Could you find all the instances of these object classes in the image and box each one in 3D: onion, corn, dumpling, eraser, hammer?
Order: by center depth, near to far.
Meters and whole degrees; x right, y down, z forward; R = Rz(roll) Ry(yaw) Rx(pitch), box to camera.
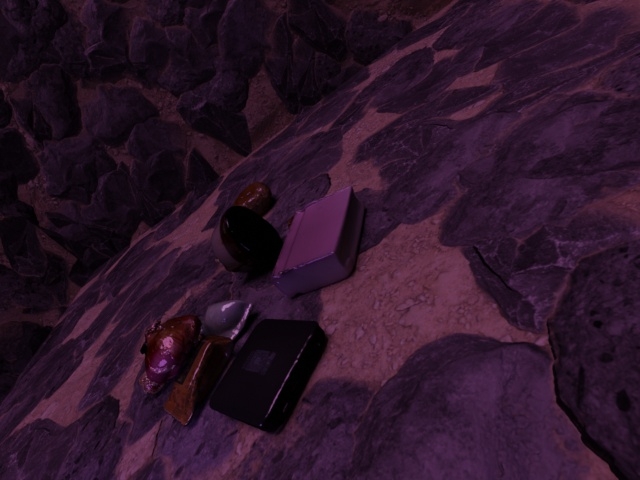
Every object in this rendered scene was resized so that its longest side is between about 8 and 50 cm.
[{"bbox_3d":[-0.486,0.332,1.284,0.230,0.163,0.230,-52,18,24],"label":"onion"},{"bbox_3d":[0.000,0.000,1.364,0.272,0.122,0.359,-22,33,28],"label":"eraser"},{"bbox_3d":[-0.317,0.279,1.382,0.217,0.149,0.105,-21,-6,22],"label":"dumpling"},{"bbox_3d":[-0.519,0.422,1.416,0.253,0.086,0.086,-45,27,-13],"label":"corn"},{"bbox_3d":[-0.577,0.371,1.605,0.427,0.044,0.152,-20,32,35],"label":"hammer"}]

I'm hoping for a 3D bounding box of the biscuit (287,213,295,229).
[{"bbox_3d":[-0.099,-0.053,1.658,0.064,0.034,0.199,-36,27,10],"label":"biscuit"}]

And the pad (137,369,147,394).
[{"bbox_3d":[-0.593,0.450,1.551,0.265,0.009,0.160,-50,28,-20],"label":"pad"}]

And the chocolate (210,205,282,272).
[{"bbox_3d":[-0.310,0.017,1.612,0.186,0.284,0.283,-47,23,23],"label":"chocolate"}]

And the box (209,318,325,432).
[{"bbox_3d":[-0.143,0.341,1.075,0.289,0.073,0.290,-9,40,46],"label":"box"}]

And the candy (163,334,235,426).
[{"bbox_3d":[-0.373,0.415,1.233,0.143,0.101,0.271,0,53,41],"label":"candy"}]

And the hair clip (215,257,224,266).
[{"bbox_3d":[-0.430,0.065,1.899,0.116,0.049,0.172,-16,24,15],"label":"hair clip"}]

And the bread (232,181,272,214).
[{"bbox_3d":[-0.348,-0.200,2.105,0.230,0.123,0.230,-26,35,20],"label":"bread"}]
